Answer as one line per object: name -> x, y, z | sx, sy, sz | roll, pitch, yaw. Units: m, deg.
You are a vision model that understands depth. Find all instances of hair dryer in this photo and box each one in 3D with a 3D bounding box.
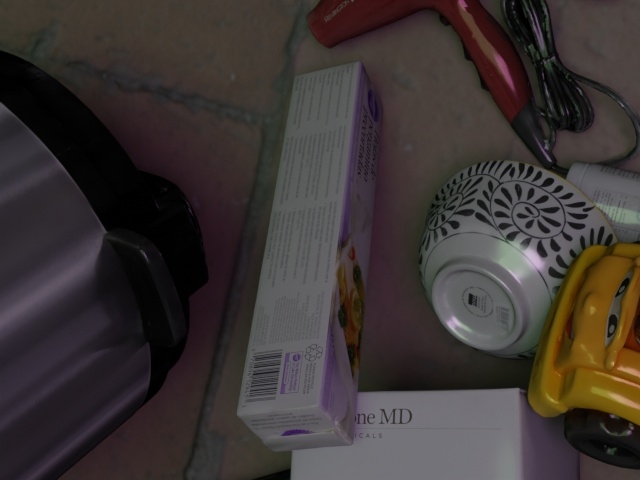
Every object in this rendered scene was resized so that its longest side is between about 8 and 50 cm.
hair dryer -> 0.118, -0.178, 0.743 | 0.294, 0.080, 0.223 | 14, 103, 27

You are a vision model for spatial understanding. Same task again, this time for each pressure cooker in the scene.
pressure cooker -> -0.319, 0.047, 0.764 | 0.370, 0.420, 0.375 | 44, 140, 9

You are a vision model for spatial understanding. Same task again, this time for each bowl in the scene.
bowl -> 0.135, 0.032, 0.705 | 0.170, 0.080, 0.170 | 22, 131, 28

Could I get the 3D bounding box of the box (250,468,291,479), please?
box -> -0.064, 0.317, 0.845 | 0.233, 0.059, 0.183 | -22, 85, 21

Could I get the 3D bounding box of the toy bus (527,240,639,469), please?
toy bus -> 0.258, 0.067, 0.546 | 0.220, 0.211, 0.149 | 22, 69, 6

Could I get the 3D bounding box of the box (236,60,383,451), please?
box -> 0.000, 0.000, 0.712 | 0.067, 0.063, 0.324 | -9, 51, 21

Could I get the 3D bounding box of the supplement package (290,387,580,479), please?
supplement package -> 0.087, 0.262, 0.676 | 0.178, 0.175, 0.292 | -6, 72, 27

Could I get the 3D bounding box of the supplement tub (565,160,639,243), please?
supplement tub -> 0.238, -0.017, 0.706 | 0.107, 0.071, 0.071 | 16, 98, 22
